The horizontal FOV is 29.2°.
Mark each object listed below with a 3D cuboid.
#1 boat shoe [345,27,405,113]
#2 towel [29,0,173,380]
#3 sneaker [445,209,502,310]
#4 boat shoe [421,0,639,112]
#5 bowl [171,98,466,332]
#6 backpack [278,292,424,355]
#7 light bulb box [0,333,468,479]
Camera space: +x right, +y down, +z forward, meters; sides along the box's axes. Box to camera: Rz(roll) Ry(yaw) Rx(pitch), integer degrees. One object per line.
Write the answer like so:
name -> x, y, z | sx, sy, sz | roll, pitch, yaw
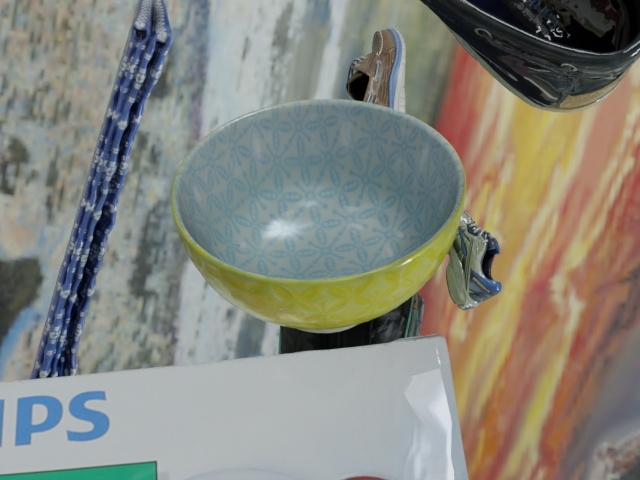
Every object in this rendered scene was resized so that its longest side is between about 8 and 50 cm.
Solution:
boat shoe -> 0.067, -0.197, 1.503 | 0.066, 0.066, 0.183 | 105, -11, -46
towel -> -0.168, -0.052, 0.992 | 0.243, 0.040, 0.336 | -99, -152, -63
sneaker -> 0.158, 0.002, 1.281 | 0.052, 0.058, 0.135 | 10, 64, -58
boat shoe -> 0.077, -0.297, 0.986 | 0.187, 0.500, 0.156 | -49, -173, -6
bowl -> 0.000, 0.000, 1.242 | 0.289, 0.289, 0.156 | -85, 174, -49
backpack -> 0.035, 0.137, 1.388 | 0.144, 0.166, 0.188 | 66, 26, -57
light bulb box -> -0.085, 0.267, 0.641 | 0.225, 0.358, 0.361 | 87, -4, -59
